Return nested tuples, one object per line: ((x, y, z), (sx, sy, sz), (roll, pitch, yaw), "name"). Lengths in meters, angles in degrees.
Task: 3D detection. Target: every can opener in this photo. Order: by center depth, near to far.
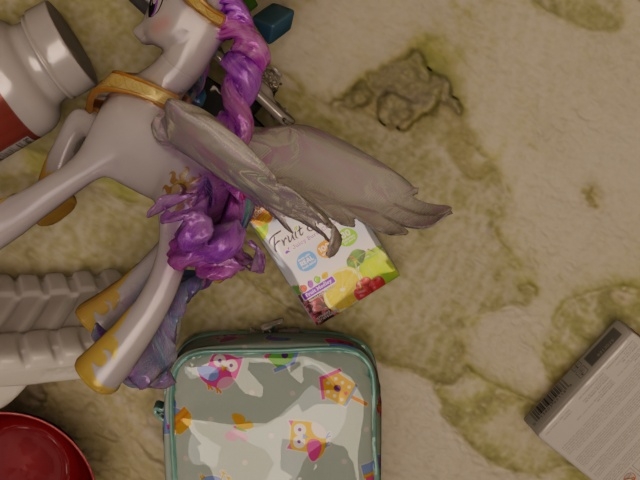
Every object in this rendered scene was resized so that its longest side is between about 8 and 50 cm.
((-0.133, -0.194, 1.177), (0.093, 0.074, 0.280), (-43, 98, 5), "can opener")

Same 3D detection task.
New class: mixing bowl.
((-0.304, 0.244, 1.229), (0.181, 0.098, 0.182), (0, 99, -2), "mixing bowl")

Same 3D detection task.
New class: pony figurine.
((-0.109, -0.053, 1.052), (0.351, 0.303, 0.363), (41, 104, 17), "pony figurine")

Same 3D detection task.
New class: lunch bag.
((-0.051, 0.219, 1.231), (0.224, 0.108, 0.279), (0, 98, 3), "lunch bag")

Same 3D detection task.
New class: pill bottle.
((-0.323, -0.130, 1.156), (0.216, 0.121, 0.121), (-31, 99, 3), "pill bottle")

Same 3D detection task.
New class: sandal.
((-0.342, 0.110, 1.192), (0.416, 0.169, 0.102), (0, 127, -1), "sandal")

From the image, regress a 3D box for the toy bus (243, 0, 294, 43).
((-0.055, -0.305, 1.133), (0.104, 0.191, 0.202), (-41, 95, -25), "toy bus")

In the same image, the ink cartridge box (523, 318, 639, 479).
((0.321, 0.187, 1.285), (0.179, 0.045, 0.145), (40, 95, -26), "ink cartridge box")

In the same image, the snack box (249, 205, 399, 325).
((0.000, 0.000, 1.232), (0.100, 0.037, 0.141), (-32, 99, 2), "snack box")
